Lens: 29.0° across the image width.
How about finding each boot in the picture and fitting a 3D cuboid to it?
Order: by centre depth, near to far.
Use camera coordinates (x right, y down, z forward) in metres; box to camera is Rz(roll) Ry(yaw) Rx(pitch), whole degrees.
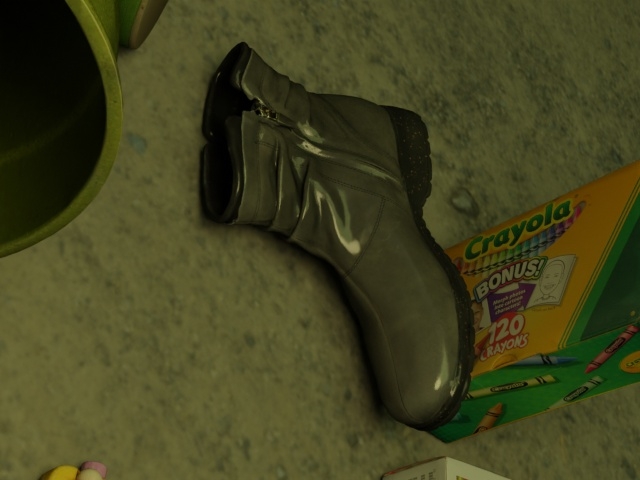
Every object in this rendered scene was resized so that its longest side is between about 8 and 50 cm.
[{"bbox_3d":[0.000,0.000,1.071,0.223,0.118,0.338,14,49,-35],"label":"boot"}]

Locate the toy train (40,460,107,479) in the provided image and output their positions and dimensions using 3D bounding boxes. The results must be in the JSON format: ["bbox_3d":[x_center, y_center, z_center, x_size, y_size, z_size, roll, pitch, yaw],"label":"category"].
[{"bbox_3d":[-0.168,0.210,0.830,0.166,0.046,0.125,2,68,-44],"label":"toy train"}]

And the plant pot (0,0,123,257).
[{"bbox_3d":[-0.275,-0.227,0.739,0.366,0.366,0.353,29,47,-30],"label":"plant pot"}]

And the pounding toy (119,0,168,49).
[{"bbox_3d":[-0.156,-0.280,1.029,0.110,0.183,0.237,25,49,-6],"label":"pounding toy"}]

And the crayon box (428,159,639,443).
[{"bbox_3d":[0.194,0.059,1.086,0.081,0.278,0.165,35,49,-27],"label":"crayon box"}]

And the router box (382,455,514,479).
[{"bbox_3d":[0.183,0.386,1.049,0.301,0.082,0.335,25,53,-33],"label":"router box"}]
